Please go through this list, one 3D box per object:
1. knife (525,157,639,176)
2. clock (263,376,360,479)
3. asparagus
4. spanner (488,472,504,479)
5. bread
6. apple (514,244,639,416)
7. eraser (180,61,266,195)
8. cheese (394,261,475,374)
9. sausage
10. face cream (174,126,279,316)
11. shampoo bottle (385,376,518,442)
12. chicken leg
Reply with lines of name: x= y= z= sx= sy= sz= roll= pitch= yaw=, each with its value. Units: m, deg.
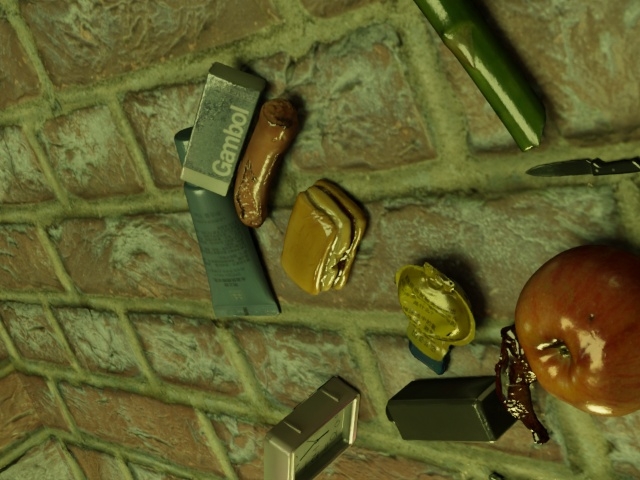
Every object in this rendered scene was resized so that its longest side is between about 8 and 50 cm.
knife: x=0.320 y=-0.089 z=1.161 sx=0.170 sy=0.010 sz=0.023 roll=-1 pitch=116 yaw=51
clock: x=-0.015 y=0.359 z=1.716 sx=0.063 sy=0.197 sz=0.150 roll=30 pitch=136 yaw=29
asparagus: x=0.194 y=-0.233 z=1.154 sx=0.060 sy=0.067 sz=0.277 roll=-36 pitch=92 yaw=27
spanner: x=0.357 y=0.485 z=1.540 sx=0.254 sy=0.015 sz=0.054 roll=49 pitch=145 yaw=10
bread: x=0.000 y=0.000 z=1.544 sx=0.116 sy=0.077 sz=0.200 roll=47 pitch=143 yaw=26
apple: x=0.337 y=0.114 z=1.163 sx=0.209 sy=0.164 sz=0.209 roll=30 pitch=136 yaw=35
eraser: x=-0.162 y=-0.179 z=1.548 sx=0.092 sy=0.046 sz=0.212 roll=21 pitch=123 yaw=-1
cheese: x=0.170 y=0.119 z=1.442 sx=0.156 sy=0.064 sz=0.250 roll=38 pitch=149 yaw=25
sausage: x=-0.096 y=-0.121 z=1.556 sx=0.078 sy=0.078 sz=0.304 roll=45 pitch=142 yaw=16
face cream: x=-0.181 y=-0.022 z=1.718 sx=0.136 sy=0.086 sz=0.385 roll=-3 pitch=119 yaw=21
shampoo bottle: x=0.197 y=0.271 z=1.509 sx=0.246 sy=0.080 sz=0.079 roll=-14 pitch=103 yaw=52
chicken leg: x=0.296 y=0.208 z=1.382 sx=0.093 sy=0.053 sz=0.205 roll=12 pitch=130 yaw=26
